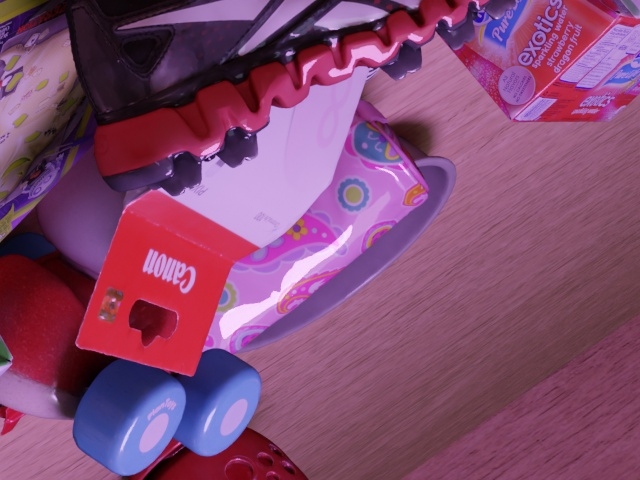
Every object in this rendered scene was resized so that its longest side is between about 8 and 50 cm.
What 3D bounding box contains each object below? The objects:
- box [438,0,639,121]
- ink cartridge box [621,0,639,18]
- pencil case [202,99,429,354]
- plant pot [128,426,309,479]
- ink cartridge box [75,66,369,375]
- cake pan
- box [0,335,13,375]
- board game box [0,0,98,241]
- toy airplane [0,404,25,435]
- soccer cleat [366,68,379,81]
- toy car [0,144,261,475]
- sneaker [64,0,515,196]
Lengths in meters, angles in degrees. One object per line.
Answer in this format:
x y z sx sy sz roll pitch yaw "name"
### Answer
0.215 -0.185 1.373 0.128 0.123 0.257 -44 164 24 "box"
0.270 -0.253 1.259 0.093 0.154 0.212 -47 161 30 "ink cartridge box"
-0.048 -0.001 1.350 0.284 0.124 0.124 -36 163 1 "pencil case"
-0.117 0.300 1.899 0.191 0.174 0.191 -33 163 -12 "plant pot"
-0.049 -0.033 0.956 0.189 0.066 0.232 31 72 -70 "ink cartridge box"
0.000 0.000 1.557 0.293 0.054 0.293 -34 163 -12 "cake pan"
-0.361 0.106 0.961 0.231 0.127 0.262 -40 165 32 "box"
-0.131 -0.128 0.866 0.347 0.056 0.208 -47 160 -7 "board game box"
-0.241 0.129 1.460 0.151 0.028 0.151 -34 164 -11 "toy airplane"
0.038 -0.148 1.297 0.035 0.029 0.083 -32 168 -46 "soccer cleat"
-0.135 -0.001 1.099 0.210 0.219 0.238 1 117 -64 "toy car"
-0.009 -0.135 0.822 0.276 0.135 0.097 -29 -168 -15 "sneaker"
